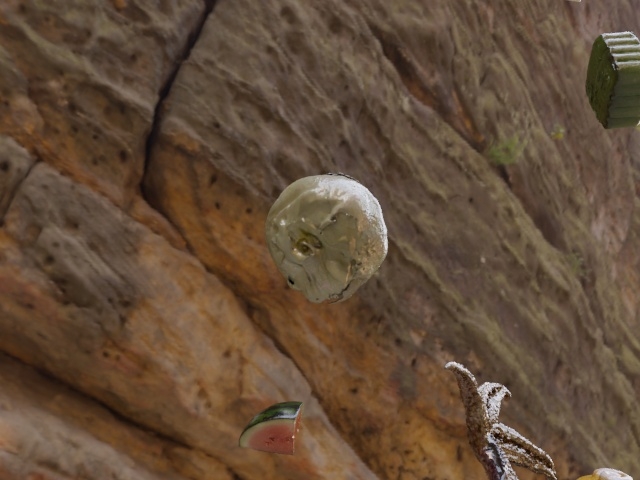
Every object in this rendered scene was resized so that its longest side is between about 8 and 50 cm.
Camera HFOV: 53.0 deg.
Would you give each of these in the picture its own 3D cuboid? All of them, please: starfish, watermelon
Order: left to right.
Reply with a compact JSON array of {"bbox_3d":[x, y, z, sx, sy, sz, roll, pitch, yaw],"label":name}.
[{"bbox_3d":[-0.102,0.451,1.616,0.193,0.145,0.137,-30,-69,27],"label":"watermelon"},{"bbox_3d":[0.173,0.197,0.652,0.057,0.213,0.238,-29,-69,22],"label":"starfish"}]

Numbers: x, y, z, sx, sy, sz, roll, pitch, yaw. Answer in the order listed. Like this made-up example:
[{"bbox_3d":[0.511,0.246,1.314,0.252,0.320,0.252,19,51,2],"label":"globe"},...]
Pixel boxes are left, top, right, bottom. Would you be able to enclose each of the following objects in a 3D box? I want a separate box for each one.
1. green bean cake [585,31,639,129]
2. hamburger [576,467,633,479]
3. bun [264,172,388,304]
[{"bbox_3d":[0.795,-0.426,1.716,0.113,0.200,0.214,-6,-40,5],"label":"green bean cake"},{"bbox_3d":[0.504,0.483,1.009,0.260,0.186,0.303,23,-17,25],"label":"hamburger"},{"bbox_3d":[0.000,0.000,1.154,0.239,0.239,0.141,11,19,27],"label":"bun"}]
